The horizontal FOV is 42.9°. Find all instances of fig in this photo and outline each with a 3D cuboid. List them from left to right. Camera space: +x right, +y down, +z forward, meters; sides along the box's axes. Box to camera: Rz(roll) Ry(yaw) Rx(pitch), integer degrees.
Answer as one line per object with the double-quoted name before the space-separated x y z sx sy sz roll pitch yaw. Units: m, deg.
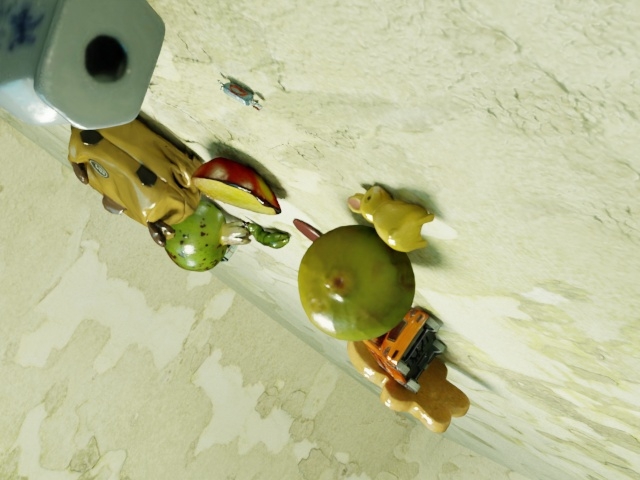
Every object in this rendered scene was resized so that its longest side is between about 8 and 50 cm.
"fig" 0.076 0.074 1.445 0.207 0.207 0.230 24 -166 39

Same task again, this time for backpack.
"backpack" -0.429 -0.151 1.883 0.353 0.201 0.378 37 165 6

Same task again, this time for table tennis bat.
"table tennis bat" 0.000 0.000 1.765 0.155 0.019 0.098 32 167 24

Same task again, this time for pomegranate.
"pomegranate" -0.305 -0.014 2.173 0.248 0.202 0.202 2 160 11

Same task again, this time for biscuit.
"biscuit" 0.218 0.352 2.113 0.355 0.052 0.275 38 -148 20

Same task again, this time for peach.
"peach" -0.170 -0.112 1.664 0.189 0.068 0.279 32 169 -30

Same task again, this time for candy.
"candy" -0.121 -0.218 1.222 0.083 0.020 0.030 31 165 20

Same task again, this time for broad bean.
"broad bean" -0.129 -0.007 2.013 0.195 0.046 0.061 22 166 49

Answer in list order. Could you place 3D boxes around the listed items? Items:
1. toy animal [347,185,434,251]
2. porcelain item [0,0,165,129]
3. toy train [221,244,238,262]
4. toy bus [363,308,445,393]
"toy animal" 0.092 -0.044 1.236 0.083 0.070 0.159 -6 -149 -35
"porcelain item" -0.384 -0.286 1.154 0.178 0.242 0.405 14 -171 -41
"toy train" -0.417 -0.087 2.361 0.407 0.088 0.086 37 166 -14
"toy bus" 0.192 0.243 1.912 0.153 0.143 0.329 33 170 20
